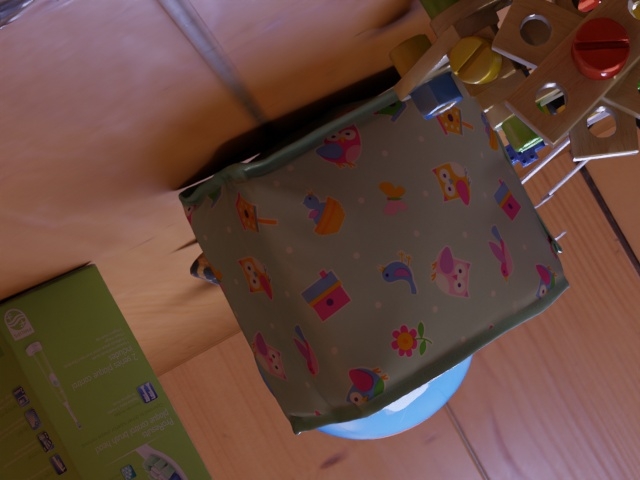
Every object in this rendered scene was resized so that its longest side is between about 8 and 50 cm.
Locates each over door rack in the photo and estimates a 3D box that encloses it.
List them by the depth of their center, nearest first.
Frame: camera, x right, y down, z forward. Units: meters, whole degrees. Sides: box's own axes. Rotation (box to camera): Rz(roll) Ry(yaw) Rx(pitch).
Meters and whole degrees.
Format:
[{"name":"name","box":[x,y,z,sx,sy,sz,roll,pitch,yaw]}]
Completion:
[{"name":"over door rack","box":[0.273,-0.105,2.140,0.239,0.108,0.324,-25,153,-48]}]

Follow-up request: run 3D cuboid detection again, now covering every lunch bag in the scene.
[{"name":"lunch bag","box":[0.056,-0.003,1.383,0.262,0.223,0.160,-28,-178,-30]}]

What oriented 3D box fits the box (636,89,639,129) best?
[{"name":"box","box":[0.453,-0.195,1.471,0.312,0.179,0.343,-50,165,30]}]

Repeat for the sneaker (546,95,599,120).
[{"name":"sneaker","box":[0.314,-0.195,1.919,0.178,0.072,0.077,-36,166,-17]}]

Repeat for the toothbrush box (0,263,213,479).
[{"name":"toothbrush box","box":[-0.218,0.194,1.526,0.122,0.283,0.206,-24,173,-41]}]

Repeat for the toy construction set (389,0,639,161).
[{"name":"toy construction set","box":[0.152,-0.139,1.028,0.215,0.151,0.328,-28,-174,-1]}]

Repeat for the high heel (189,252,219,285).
[{"name":"high heel","box":[0.000,-0.040,1.756,0.261,0.093,0.186,-12,146,-28]}]

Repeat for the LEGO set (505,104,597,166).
[{"name":"LEGO set","box":[0.233,-0.140,1.807,0.227,0.087,0.093,-31,176,13]}]

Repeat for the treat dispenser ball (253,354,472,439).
[{"name":"treat dispenser ball","box":[0.054,0.109,2.240,0.288,0.288,0.288,-29,176,-2]}]
